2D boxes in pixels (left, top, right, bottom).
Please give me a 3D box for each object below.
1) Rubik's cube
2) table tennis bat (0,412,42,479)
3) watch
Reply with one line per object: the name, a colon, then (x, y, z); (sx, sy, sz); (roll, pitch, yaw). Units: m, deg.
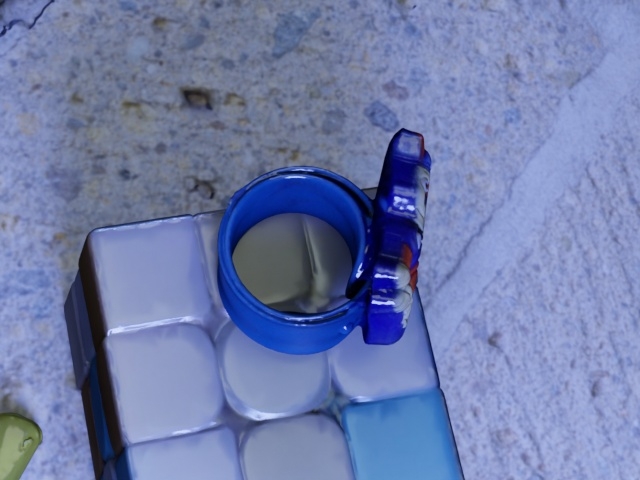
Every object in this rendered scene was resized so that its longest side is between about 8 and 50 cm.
Rubik's cube: (-0.080, 0.164, 1.689); (0.346, 0.344, 0.347); (-7, 77, -16)
table tennis bat: (-0.407, 0.365, 1.708); (0.224, 0.054, 0.369); (26, 74, -6)
watch: (-0.001, 0.009, 1.497); (0.200, 0.171, 0.196); (6, 58, 0)
